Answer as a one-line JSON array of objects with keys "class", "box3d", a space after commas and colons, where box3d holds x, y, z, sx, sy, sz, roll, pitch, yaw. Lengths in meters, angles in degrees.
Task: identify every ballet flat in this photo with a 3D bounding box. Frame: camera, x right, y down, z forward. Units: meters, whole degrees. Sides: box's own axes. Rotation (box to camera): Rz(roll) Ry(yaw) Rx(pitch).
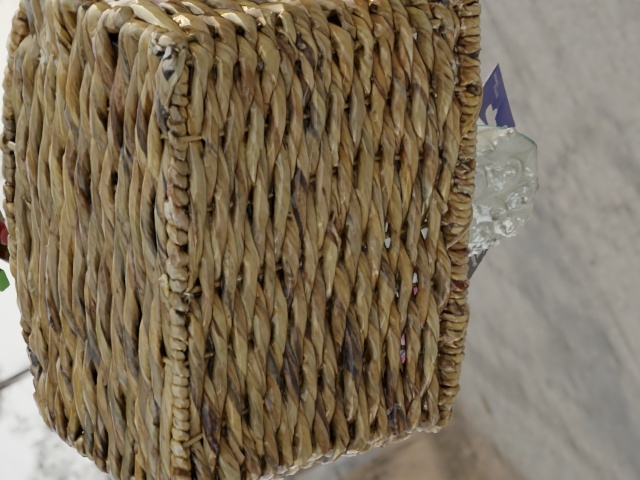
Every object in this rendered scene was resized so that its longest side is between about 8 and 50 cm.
[{"class": "ballet flat", "box3d": [0.000, 0.000, 1.554, 0.147, 0.408, 0.147, 29, -123, -58]}]

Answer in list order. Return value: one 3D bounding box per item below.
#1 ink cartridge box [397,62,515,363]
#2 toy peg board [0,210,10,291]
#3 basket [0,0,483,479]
[{"class": "ink cartridge box", "box3d": [0.135, -0.002, 1.961, 0.069, 0.371, 0.176, 26, 167, 20]}, {"class": "toy peg board", "box3d": [-0.369, 0.004, 1.743, 0.079, 0.161, 0.161, 23, 146, 36]}, {"class": "basket", "box3d": [-0.053, -0.020, 1.068, 0.213, 0.223, 0.299, 25, 122, 48]}]
